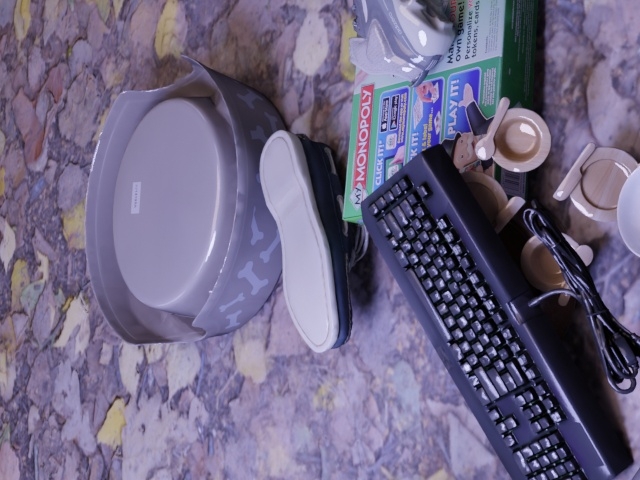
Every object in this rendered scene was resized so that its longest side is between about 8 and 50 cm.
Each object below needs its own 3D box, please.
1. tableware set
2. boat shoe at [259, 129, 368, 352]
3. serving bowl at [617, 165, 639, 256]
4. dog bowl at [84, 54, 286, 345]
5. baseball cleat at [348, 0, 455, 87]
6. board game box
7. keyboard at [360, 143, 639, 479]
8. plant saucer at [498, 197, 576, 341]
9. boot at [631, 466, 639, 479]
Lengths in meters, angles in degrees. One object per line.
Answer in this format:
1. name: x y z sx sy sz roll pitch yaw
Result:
1. tableware set: 0.185 -0.036 1.161 0.169 0.020 0.141 30 112 11
2. boat shoe: 0.000 0.000 1.425 0.095 0.079 0.254 -49 47 41
3. serving bowl: 0.280 -0.024 1.099 0.083 0.027 0.083 -12 75 51
4. dog bowl: -0.156 -0.041 1.618 0.349 0.102 0.348 -12 74 52
5. baseball cleat: 0.043 -0.230 1.296 0.109 0.072 0.206 -53 53 30
6. board game box: 0.115 -0.180 1.306 0.213 0.046 0.317 -8 74 53
7. keyboard: 0.161 0.063 1.149 0.201 0.033 0.317 -39 78 44
8. plant saucer: 0.162 0.042 1.245 0.168 0.029 0.168 -12 75 52
9. boot: 0.186 0.280 1.015 0.118 0.223 0.338 41 117 48
